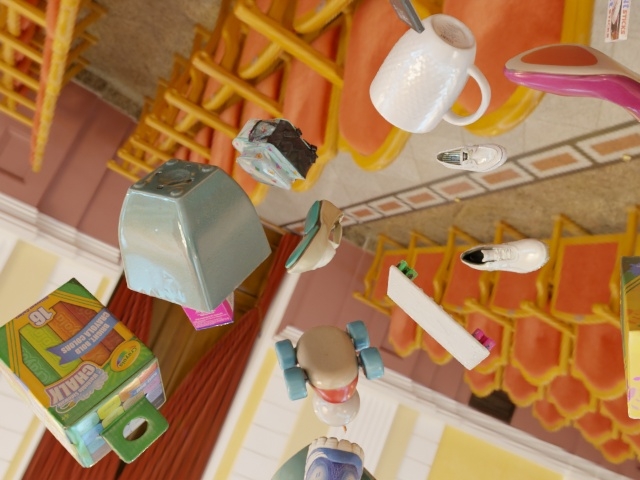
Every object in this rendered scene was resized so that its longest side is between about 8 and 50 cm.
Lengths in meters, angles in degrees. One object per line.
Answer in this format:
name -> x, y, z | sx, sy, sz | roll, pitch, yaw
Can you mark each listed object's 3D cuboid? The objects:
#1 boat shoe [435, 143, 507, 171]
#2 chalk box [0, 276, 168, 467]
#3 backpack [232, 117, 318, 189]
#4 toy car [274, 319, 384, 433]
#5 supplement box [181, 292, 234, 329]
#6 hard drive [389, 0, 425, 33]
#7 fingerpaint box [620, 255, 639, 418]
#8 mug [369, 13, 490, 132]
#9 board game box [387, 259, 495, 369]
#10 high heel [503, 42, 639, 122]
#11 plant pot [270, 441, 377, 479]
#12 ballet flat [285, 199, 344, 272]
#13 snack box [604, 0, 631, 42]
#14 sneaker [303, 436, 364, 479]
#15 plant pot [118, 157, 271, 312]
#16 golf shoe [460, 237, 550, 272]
boat shoe -> 0.447, -0.245, 1.932 | 0.076, 0.083, 0.226 | 2, 177, -39
chalk box -> -0.385, 0.241, 1.084 | 0.289, 0.180, 0.179 | 36, 146, 21
backpack -> -0.123, -0.216, 1.578 | 0.188, 0.144, 0.166 | 26, 169, 47
toy car -> 0.028, 0.343, 1.516 | 0.219, 0.237, 0.210 | -13, -151, -8
supplement box -> -0.322, 0.123, 1.734 | 0.114, 0.111, 0.220 | -13, 130, 7
hard drive -> 0.198, -0.570, 1.562 | 0.094, 0.022, 0.135 | 51, -172, 36
fingerpaint box -> 0.741, 0.147, 1.058 | 0.445, 0.163, 0.371 | -1, -163, 24
mug -> 0.391, -0.535, 2.126 | 0.374, 0.276, 0.328 | 41, 141, 5
board game box -> 0.382, 0.250, 2.108 | 0.390, 0.050, 0.390 | 43, 170, 16
high heel -> 0.503, -0.246, 1.152 | 0.378, 0.127, 0.181 | 3, 132, 0
plant pot -> 0.005, 0.689, 1.743 | 0.235, 0.293, 0.293 | 48, 178, 25
ballet flat -> 0.000, 0.000, 1.266 | 0.086, 0.248, 0.086 | 7, 124, 10
snack box -> 0.641, -0.518, 1.376 | 0.022, 0.178, 0.064 | 1, -169, -2
sneaker -> 0.000, 0.503, 1.155 | 0.130, 0.147, 0.329 | 10, 127, 7
plant pot -> -0.290, -0.036, 1.418 | 0.248, 0.247, 0.252 | 13, 129, 28
golf shoe -> 0.363, 0.034, 1.280 | 0.176, 0.069, 0.086 | -11, 172, 44
